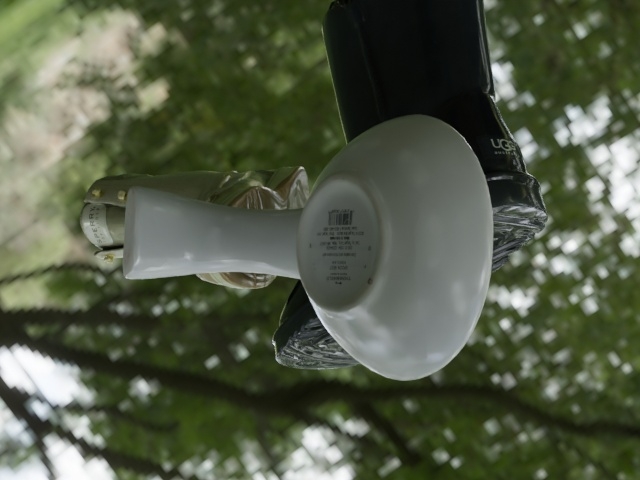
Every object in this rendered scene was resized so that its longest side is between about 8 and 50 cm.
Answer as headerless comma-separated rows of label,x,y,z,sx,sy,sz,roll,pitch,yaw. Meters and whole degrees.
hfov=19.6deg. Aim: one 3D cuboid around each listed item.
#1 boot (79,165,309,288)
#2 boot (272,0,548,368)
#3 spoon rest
boot,-0.109,-0.011,1.420,0.165,0.077,0.213,0,-166,15
boot,0.040,-0.052,1.214,0.094,0.207,0.246,9,145,-34
spoon rest,0.000,0.000,1.010,0.084,0.137,0.276,3,-179,-40
